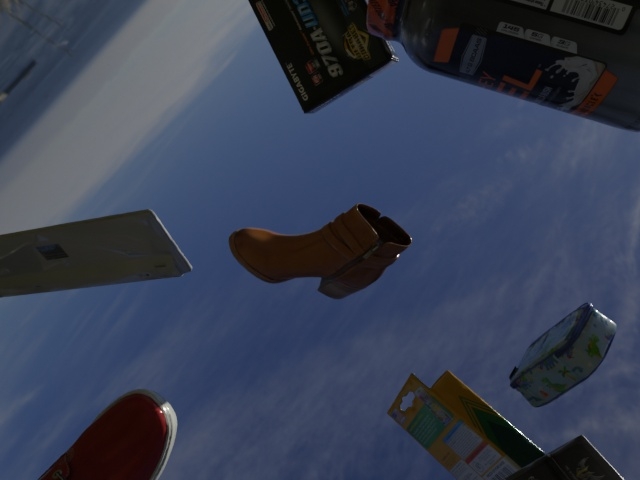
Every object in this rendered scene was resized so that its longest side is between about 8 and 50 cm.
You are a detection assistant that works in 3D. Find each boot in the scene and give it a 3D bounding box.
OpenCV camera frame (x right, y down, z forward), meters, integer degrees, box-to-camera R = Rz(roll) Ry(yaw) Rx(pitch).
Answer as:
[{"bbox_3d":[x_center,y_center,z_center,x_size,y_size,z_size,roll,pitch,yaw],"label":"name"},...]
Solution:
[{"bbox_3d":[0.000,0.000,0.689,0.152,0.197,0.073,-42,-143,45],"label":"boot"},{"bbox_3d":[-0.241,0.245,0.490,0.244,0.088,0.176,-50,170,2],"label":"boot"}]

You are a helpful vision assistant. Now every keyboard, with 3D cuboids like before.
[{"bbox_3d":[-0.242,0.017,0.514,0.256,0.072,0.014,-8,-146,22],"label":"keyboard"}]

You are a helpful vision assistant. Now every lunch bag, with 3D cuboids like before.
[{"bbox_3d":[0.497,0.236,1.140,0.176,0.090,0.219,-37,163,-38],"label":"lunch bag"}]

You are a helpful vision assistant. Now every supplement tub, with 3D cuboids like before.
[{"bbox_3d":[0.132,-0.147,0.338,0.117,0.190,0.117,19,90,-82],"label":"supplement tub"}]

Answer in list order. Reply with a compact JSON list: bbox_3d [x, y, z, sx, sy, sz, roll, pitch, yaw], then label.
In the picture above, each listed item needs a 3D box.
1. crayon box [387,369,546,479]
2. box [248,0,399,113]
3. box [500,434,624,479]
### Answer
[{"bbox_3d":[0.326,0.447,1.287,0.083,0.323,0.203,-33,152,-38],"label":"crayon box"},{"bbox_3d":[0.003,-0.348,0.909,0.175,0.220,0.051,-26,180,24],"label":"box"},{"bbox_3d":[0.245,0.316,0.530,0.183,0.056,0.231,-31,-164,2],"label":"box"}]
